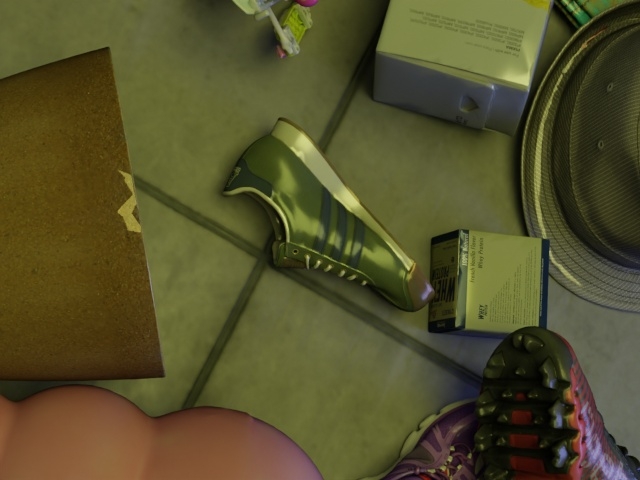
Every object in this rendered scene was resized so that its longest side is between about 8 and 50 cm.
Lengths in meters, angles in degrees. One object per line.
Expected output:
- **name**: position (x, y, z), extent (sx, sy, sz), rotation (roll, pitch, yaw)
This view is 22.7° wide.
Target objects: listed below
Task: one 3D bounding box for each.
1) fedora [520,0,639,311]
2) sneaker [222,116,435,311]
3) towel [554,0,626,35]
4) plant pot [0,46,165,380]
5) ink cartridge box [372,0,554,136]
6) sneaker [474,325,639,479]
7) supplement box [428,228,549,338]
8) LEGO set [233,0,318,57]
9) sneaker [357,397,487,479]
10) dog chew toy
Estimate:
- **fedora**: position (0.300, -0.074, 1.337), extent (0.244, 0.124, 0.275), rotation (16, 86, -13)
- **sneaker**: position (0.000, 0.000, 1.280), extent (0.086, 0.064, 0.192), rotation (-42, 97, -12)
- **towel**: position (0.320, -0.271, 1.443), extent (0.370, 0.040, 0.271), rotation (47, 71, -8)
- **plant pot**: position (-0.251, 0.003, 1.115), extent (0.254, 0.237, 0.237), rotation (-11, 86, -7)
- **ink cartridge box**: position (0.124, -0.194, 1.296), extent (0.127, 0.128, 0.176), rotation (14, 77, 5)
- **sneaker**: position (0.201, 0.186, 1.284), extent (0.135, 0.098, 0.276), rotation (-28, 113, -42)
- **supplement box**: position (0.139, 0.038, 1.324), extent (0.083, 0.056, 0.083), rotation (6, 81, -19)
- **LEGO set**: position (0.010, -0.240, 1.294), extent (0.287, 0.132, 0.107), rotation (-48, 118, -42)
- **sneaker**: position (0.090, 0.191, 1.277), extent (0.170, 0.071, 0.068), rotation (-38, 97, -21)
- **dog chew toy**: position (-0.161, 0.196, 1.125), extent (0.332, 0.206, 0.206), rotation (18, 77, -9)
